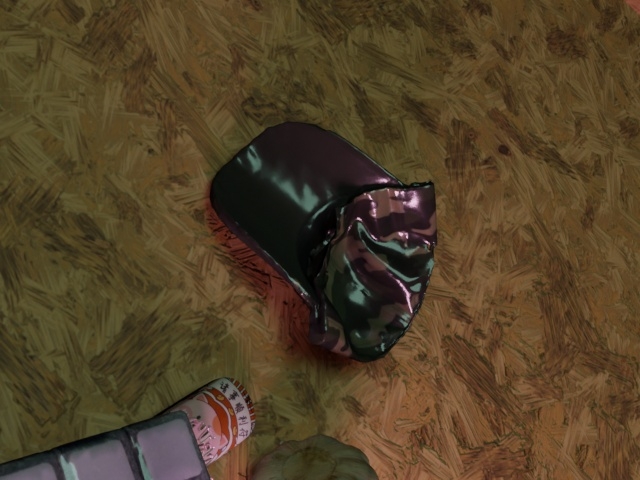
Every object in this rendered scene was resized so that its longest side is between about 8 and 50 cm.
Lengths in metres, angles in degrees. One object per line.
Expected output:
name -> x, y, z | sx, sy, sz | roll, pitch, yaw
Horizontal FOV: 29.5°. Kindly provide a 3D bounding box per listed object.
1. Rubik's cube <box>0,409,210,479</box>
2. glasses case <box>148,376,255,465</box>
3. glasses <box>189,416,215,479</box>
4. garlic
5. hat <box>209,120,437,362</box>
Rubik's cube -> -0.301, 0.415, 1.476 | 0.303, 0.301, 0.305 | -13, 77, -44
glasses case -> -0.199, 0.291, 1.796 | 0.266, 0.067, 0.103 | -30, 98, -44
glasses -> -0.175, 0.360, 1.705 | 0.162, 0.095, 0.255 | -47, 137, -41
garlic -> -0.009, 0.421, 1.843 | 0.218, 0.218, 0.212 | -32, 127, -45
hat -> 0.000, 0.000, 2.100 | 0.381, 0.257, 0.366 | 31, 58, 23
